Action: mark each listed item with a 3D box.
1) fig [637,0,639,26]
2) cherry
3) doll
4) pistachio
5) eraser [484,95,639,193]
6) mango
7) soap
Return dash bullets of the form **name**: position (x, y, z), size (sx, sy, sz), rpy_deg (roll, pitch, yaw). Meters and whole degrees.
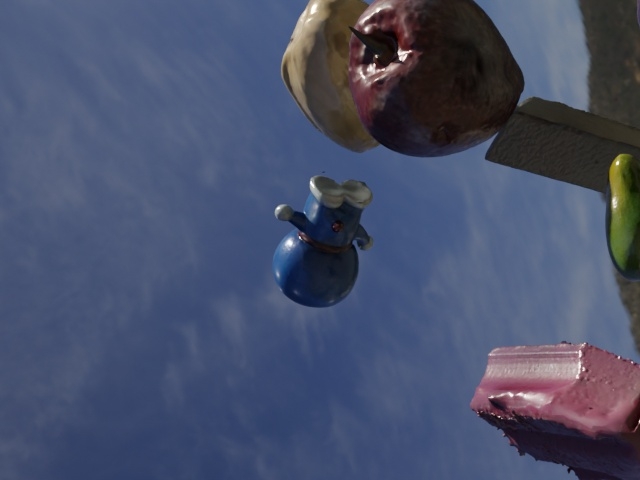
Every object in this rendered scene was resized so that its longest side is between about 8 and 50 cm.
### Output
- **fig**: position (0.472, -0.281, 1.033), size (0.214, 0.235, 0.235), rpy_deg (-24, -91, -50)
- **cherry**: position (0.158, -0.226, 1.260), size (0.300, 0.203, 0.230), rpy_deg (7, -111, -34)
- **doll**: position (0.000, 0.000, 1.711), size (0.215, 0.257, 0.161), rpy_deg (11, -154, -20)
- **pistachio**: position (0.049, -0.304, 1.671), size (0.193, 0.214, 0.318), rpy_deg (-78, -30, -42)
- **eraser**: position (0.461, -0.160, 1.613), size (0.352, 0.111, 0.077), rpy_deg (14, -138, -14)
- **mango**: position (0.482, -0.032, 1.406), size (0.122, 0.085, 0.191), rpy_deg (26, -117, -53)
- **soap**: position (0.365, 0.240, 1.250), size (0.220, 0.325, 0.127), rpy_deg (38, -107, -14)
